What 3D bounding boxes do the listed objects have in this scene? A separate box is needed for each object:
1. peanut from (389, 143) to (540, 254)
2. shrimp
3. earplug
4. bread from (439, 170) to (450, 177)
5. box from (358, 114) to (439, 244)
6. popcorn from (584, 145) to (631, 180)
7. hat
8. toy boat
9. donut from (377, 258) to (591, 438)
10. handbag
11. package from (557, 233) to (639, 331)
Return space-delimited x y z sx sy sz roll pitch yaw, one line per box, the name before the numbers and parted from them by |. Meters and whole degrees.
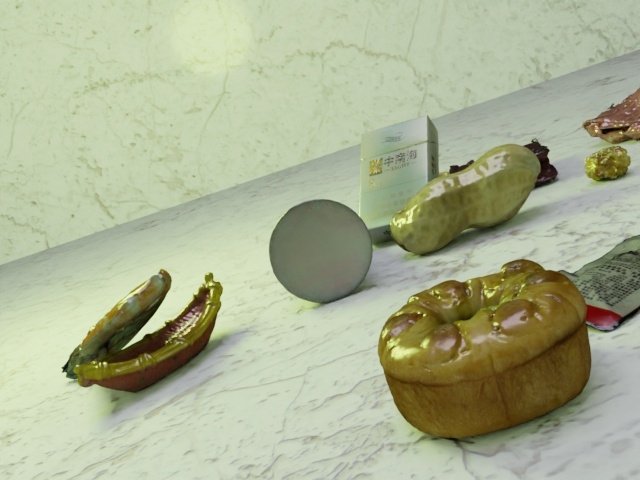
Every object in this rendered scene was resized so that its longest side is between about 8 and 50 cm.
peanut | 0.258 -0.070 1.447 0.290 0.130 0.130 -26 12 2
shrimp | -0.350 0.153 1.319 0.317 0.062 0.164 -42 -3 29
earplug | 0.000 0.000 1.479 0.172 0.172 0.301 -19 7 2
bread | 0.197 -0.104 1.903 0.181 0.039 0.251 -12 14 35
box | 0.158 -0.122 1.629 0.155 0.067 0.243 -13 56 25
popcorn | 0.528 -0.141 1.502 0.083 0.057 0.082 -31 15 -35
hat | 0.744 -0.306 1.788 0.286 0.107 0.236 -32 26 -30
toy boat | -0.255 0.160 1.285 0.141 0.099 0.318 -13 16 38
donut | 0.164 0.104 0.819 0.226 0.114 0.226 -19 12 4
handbag | 0.382 -0.145 1.718 0.203 0.074 0.216 -17 10 7
package | 0.365 0.040 0.995 0.239 0.030 0.154 -25 14 -27
